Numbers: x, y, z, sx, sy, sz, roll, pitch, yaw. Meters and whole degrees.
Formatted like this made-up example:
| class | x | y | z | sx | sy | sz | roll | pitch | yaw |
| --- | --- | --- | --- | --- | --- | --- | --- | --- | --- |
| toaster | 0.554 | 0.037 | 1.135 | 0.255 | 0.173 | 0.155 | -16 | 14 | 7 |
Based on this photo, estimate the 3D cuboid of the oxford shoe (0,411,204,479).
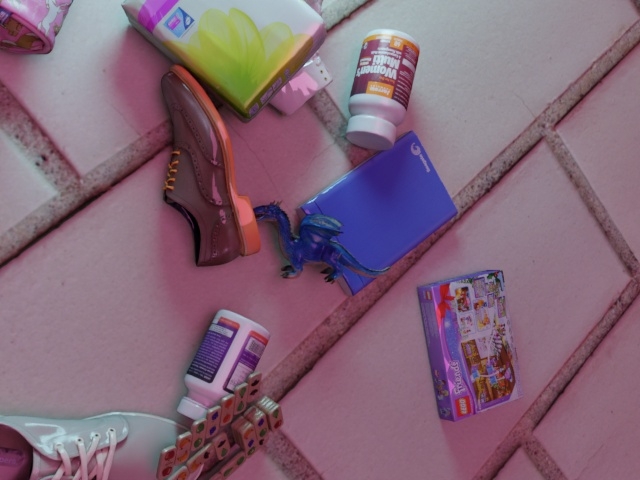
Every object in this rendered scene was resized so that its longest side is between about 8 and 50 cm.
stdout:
| class | x | y | z | sx | sy | sz | roll | pitch | yaw |
| --- | --- | --- | --- | --- | --- | --- | --- | --- | --- |
| oxford shoe | -0.393 | 0.357 | 1.144 | 0.449 | 0.130 | 0.169 | 13 | 77 | -28 |

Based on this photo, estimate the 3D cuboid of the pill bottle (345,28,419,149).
| class | x | y | z | sx | sy | sz | roll | pitch | yaw |
| --- | --- | --- | --- | --- | --- | --- | --- | --- | --- |
| pill bottle | 0.124 | -0.305 | 1.458 | 0.121 | 0.121 | 0.221 | 19 | 78 | -25 |

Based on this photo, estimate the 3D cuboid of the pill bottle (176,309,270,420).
| class | x | y | z | sx | sy | sz | roll | pitch | yaw |
| --- | --- | --- | --- | --- | --- | --- | --- | --- | --- |
| pill bottle | -0.176 | 0.231 | 1.273 | 0.108 | 0.108 | 0.194 | 32 | 73 | -22 |

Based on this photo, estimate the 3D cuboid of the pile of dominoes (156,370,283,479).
| class | x | y | z | sx | sy | sz | roll | pitch | yaw |
| --- | --- | --- | --- | --- | --- | --- | --- | --- | --- |
| pile of dominoes | -0.168 | 0.364 | 1.234 | 0.251 | 0.040 | 0.196 | -37 | 140 | -32 |

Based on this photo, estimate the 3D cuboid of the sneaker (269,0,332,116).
| class | x | y | z | sx | sy | sz | roll | pitch | yaw |
| --- | --- | --- | --- | --- | --- | --- | --- | --- | --- |
| sneaker | -0.031 | -0.385 | 1.401 | 0.169 | 0.108 | 0.293 | 37 | 81 | -22 |

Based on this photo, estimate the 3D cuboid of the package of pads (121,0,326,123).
| class | x | y | z | sx | sy | sz | roll | pitch | yaw |
| --- | --- | --- | --- | --- | --- | --- | --- | --- | --- |
| package of pads | -0.162 | -0.387 | 1.266 | 0.296 | 0.101 | 0.229 | 42 | 82 | 1 |

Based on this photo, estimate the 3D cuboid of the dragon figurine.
| class | x | y | z | sx | sy | sz | roll | pitch | yaw |
| --- | --- | --- | --- | --- | --- | --- | --- | --- | --- |
| dragon figurine | 0.000 | 0.000 | 1.355 | 0.289 | 0.085 | 0.144 | 7 | 103 | 0 |

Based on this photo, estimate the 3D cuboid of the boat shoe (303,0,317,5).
| class | x | y | z | sx | sy | sz | roll | pitch | yaw |
| --- | --- | --- | --- | --- | --- | --- | --- | --- | --- |
| boat shoe | -0.090 | -0.571 | 1.322 | 0.114 | 0.091 | 0.303 | -36 | 74 | -12 |

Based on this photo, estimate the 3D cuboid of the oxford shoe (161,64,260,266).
| class | x | y | z | sx | sy | sz | roll | pitch | yaw |
| --- | --- | --- | --- | --- | --- | --- | --- | --- | --- |
| oxford shoe | -0.224 | -0.129 | 1.268 | 0.132 | 0.130 | 0.364 | -22 | 95 | -19 |

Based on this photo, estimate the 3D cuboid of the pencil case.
| class | x | y | z | sx | sy | sz | roll | pitch | yaw |
| --- | --- | --- | --- | --- | --- | --- | --- | --- | --- |
| pencil case | -0.461 | -0.501 | 1.155 | 0.160 | 0.167 | 0.386 | 13 | 78 | 7 |

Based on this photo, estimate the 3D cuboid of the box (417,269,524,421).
| class | x | y | z | sx | sy | sz | roll | pitch | yaw |
| --- | --- | --- | --- | --- | --- | --- | --- | --- | --- |
| box | 0.330 | 0.224 | 1.563 | 0.200 | 0.057 | 0.294 | -10 | 91 | -28 |

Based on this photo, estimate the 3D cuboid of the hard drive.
| class | x | y | z | sx | sy | sz | roll | pitch | yaw |
| --- | --- | --- | --- | --- | --- | --- | --- | --- | --- |
| hard drive | 0.126 | -0.061 | 1.487 | 0.318 | 0.040 | 0.210 | -36 | 102 | -24 |
